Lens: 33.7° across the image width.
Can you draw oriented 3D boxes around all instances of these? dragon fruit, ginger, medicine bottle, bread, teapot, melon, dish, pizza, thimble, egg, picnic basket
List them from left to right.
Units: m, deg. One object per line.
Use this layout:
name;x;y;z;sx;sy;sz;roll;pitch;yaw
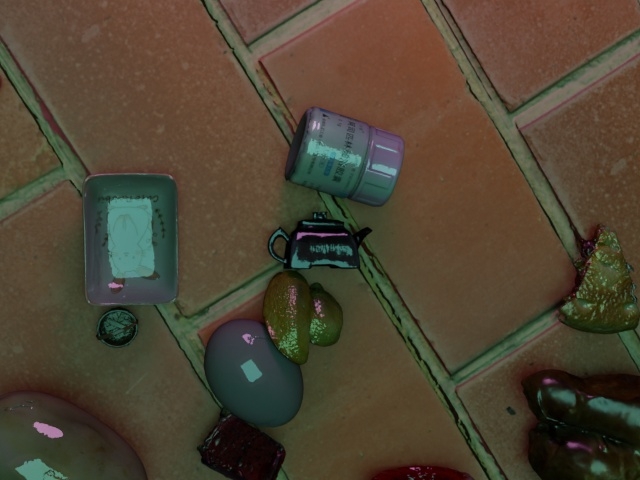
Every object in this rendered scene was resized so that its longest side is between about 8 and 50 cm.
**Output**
melon;-0.420;0.366;1.650;0.317;0.223;0.223;36;88;-11
picnic basket;-0.330;0.145;1.719;0.072;0.083;0.072;-1;93;-10
dish;-0.307;-0.004;1.717;0.151;0.077;0.212;-1;94;-11
dragon fruit;-0.120;0.360;1.775;0.147;0.096;0.102;26;78;20
egg;-0.107;0.218;1.731;0.146;0.146;0.199;-37;112;-5
bread;-0.019;0.123;1.731;0.149;0.188;0.065;32;125;-19
teapot;0.000;0.000;1.765;0.177;0.087;0.096;-1;89;-9
medicine bottle;0.040;-0.136;1.738;0.168;0.135;0.135;17;91;-12
thimble;0.172;0.458;1.786;0.189;0.163;0.125;-3;94;-23
pizza;0.484;0.066;1.860;0.154;0.069;0.194;5;87;-10
ginger;0.553;0.347;1.838;0.418;0.176;0.254;0;98;-5
